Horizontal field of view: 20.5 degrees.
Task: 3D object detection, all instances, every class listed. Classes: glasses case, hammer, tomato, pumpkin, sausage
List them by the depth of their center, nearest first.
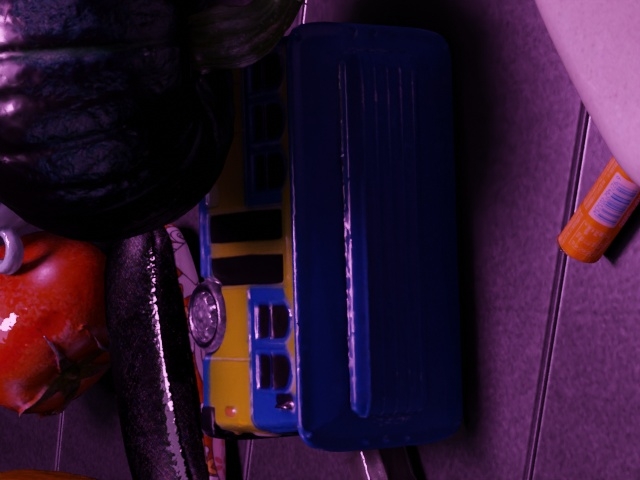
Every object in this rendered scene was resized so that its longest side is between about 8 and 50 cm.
[{"bbox_3d":[0.183,-0.031,1.084,0.107,0.031,0.031,-59,46,35],"label":"sausage"},{"bbox_3d":[-0.123,-0.126,1.144,0.248,0.248,0.248,3,93,55],"label":"pumpkin"},{"bbox_3d":[-0.018,0.277,1.382,0.365,0.043,0.111,-46,56,48],"label":"hammer"},{"bbox_3d":[-0.134,0.113,1.511,0.103,0.067,0.267,-24,71,52],"label":"glasses case"},{"bbox_3d":[-0.254,0.068,1.605,0.167,0.167,0.167,3,93,55],"label":"tomato"}]

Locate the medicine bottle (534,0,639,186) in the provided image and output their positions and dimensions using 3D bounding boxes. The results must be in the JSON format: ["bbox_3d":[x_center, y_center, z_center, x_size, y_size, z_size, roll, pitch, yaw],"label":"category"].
[{"bbox_3d":[0.255,-0.199,0.896,0.375,0.123,0.282,-48,55,43],"label":"medicine bottle"}]

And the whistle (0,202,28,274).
[{"bbox_3d":[-0.307,-0.110,1.547,0.163,0.163,0.290,-20,84,54],"label":"whistle"}]

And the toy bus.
[{"bbox_3d":[0.000,0.000,1.255,0.175,0.138,0.288,-5,87,56],"label":"toy bus"}]

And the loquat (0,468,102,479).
[{"bbox_3d":[-0.258,0.326,1.535,0.284,0.276,0.276,37,120,54],"label":"loquat"}]
